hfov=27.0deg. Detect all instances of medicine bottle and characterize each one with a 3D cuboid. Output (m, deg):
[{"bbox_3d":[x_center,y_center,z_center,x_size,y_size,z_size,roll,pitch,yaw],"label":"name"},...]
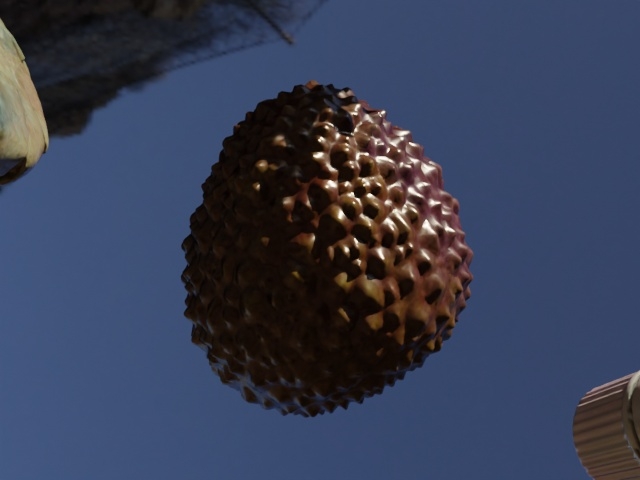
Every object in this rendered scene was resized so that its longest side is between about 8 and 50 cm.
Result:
[{"bbox_3d":[0.227,0.089,0.721,0.203,0.083,0.083,-27,-112,52],"label":"medicine bottle"}]

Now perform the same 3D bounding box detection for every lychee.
[{"bbox_3d":[0.000,0.000,1.098,0.271,0.271,0.271,-4,-96,43],"label":"lychee"}]

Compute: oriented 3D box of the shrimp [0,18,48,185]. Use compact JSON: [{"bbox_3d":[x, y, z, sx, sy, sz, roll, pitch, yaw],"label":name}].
[{"bbox_3d":[-0.225,-0.115,0.691,0.075,0.289,0.178,-25,-95,20],"label":"shrimp"}]
